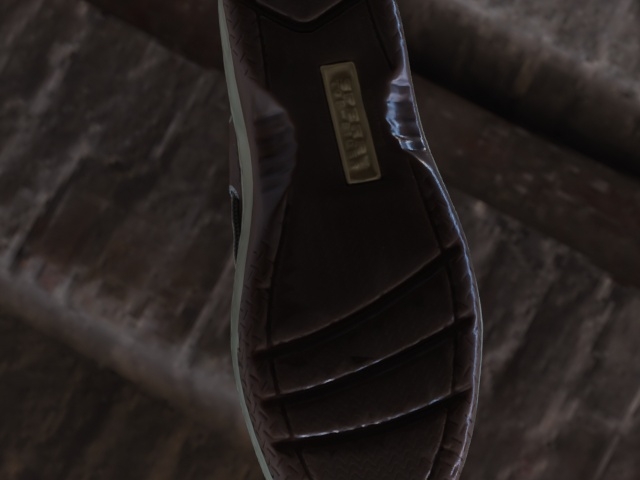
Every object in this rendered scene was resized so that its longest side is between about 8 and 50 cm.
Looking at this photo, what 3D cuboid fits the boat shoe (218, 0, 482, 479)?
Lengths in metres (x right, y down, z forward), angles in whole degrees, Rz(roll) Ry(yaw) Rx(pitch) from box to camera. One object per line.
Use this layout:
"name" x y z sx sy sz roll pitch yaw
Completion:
"boat shoe" 0.008 -0.001 0.599 0.095 0.095 0.257 111 -24 -73
